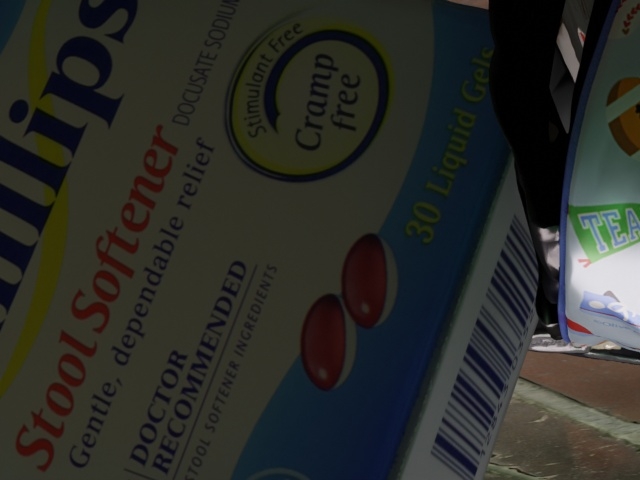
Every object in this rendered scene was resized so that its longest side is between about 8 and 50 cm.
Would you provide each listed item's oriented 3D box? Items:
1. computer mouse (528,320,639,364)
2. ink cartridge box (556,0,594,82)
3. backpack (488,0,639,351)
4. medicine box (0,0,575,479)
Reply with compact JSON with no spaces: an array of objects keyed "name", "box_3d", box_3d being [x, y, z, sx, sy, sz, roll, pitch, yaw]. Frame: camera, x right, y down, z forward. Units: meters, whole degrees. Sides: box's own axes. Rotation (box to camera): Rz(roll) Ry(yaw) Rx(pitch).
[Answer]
[{"name":"computer mouse","box_3d":[0.191,0.049,1.001,0.262,0.060,0.184,8,177,1]},{"name":"ink cartridge box","box_3d":[0.164,-0.044,0.850,0.056,0.181,0.225,-27,153,24]},{"name":"backpack","box_3d":[0.181,-0.070,0.595,0.213,0.263,0.276,22,170,22]},{"name":"medicine box","box_3d":[-0.055,0.016,0.728,0.289,0.263,0.149,16,167,22]}]
